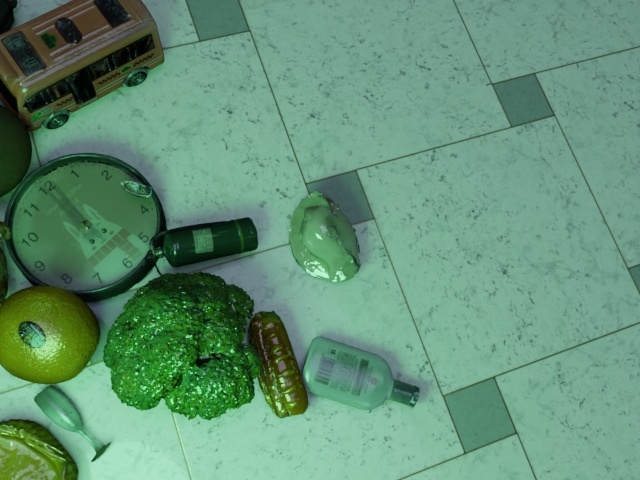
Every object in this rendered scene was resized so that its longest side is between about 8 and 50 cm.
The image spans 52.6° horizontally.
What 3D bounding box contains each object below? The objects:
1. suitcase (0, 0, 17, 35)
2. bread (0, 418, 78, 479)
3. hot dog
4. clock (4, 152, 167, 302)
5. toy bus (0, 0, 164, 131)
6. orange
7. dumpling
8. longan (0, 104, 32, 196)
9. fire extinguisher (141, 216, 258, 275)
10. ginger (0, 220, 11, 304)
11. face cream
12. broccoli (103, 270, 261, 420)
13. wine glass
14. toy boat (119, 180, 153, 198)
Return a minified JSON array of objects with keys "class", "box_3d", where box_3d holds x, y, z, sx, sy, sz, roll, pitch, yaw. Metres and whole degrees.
[{"class":"suitcase","box_3d":[-0.941,-0.547,1.692,0.202,0.128,0.312,15,71,-4]},{"class":"bread","box_3d":[-0.664,0.516,1.400,0.253,0.142,0.227,36,73,7]},{"class":"hot dog","box_3d":[-0.112,0.301,1.572,0.072,0.115,0.268,-5,68,-48]},{"class":"clock","box_3d":[-0.583,-0.037,1.614,0.387,0.076,0.385,2,73,-8]},{"class":"toy bus","box_3d":[-0.629,-0.474,1.662,0.427,0.233,0.203,-34,81,-17]},{"class":"orange","box_3d":[-0.620,0.212,1.460,0.237,0.236,0.236,2,73,-8]},{"class":"dumpling","box_3d":[0.000,0.000,1.679,0.173,0.142,0.247,-27,84,20]},{"class":"longan","box_3d":[-0.822,-0.211,1.544,0.258,0.258,0.257,2,73,-8]},{"class":"fire extinguisher","box_3d":[-0.308,0.011,1.604,0.295,0.093,0.118,-13,70,-24]},{"class":"ginger","box_3d":[-0.852,0.101,1.478,0.256,0.176,0.375,42,79,-4]},{"class":"face cream","box_3d":[0.100,0.341,1.602,0.292,0.071,0.143,17,75,-2]},{"class":"broccoli","box_3d":[-0.311,0.225,1.468,0.414,0.310,0.320,6,80,28]},{"class":"wine glass","box_3d":[-0.570,0.417,1.486,0.198,0.066,0.066,42,72,8]},{"class":"toy boat","box_3d":[-0.456,-0.129,1.604,0.083,0.038,0.038,17,71,-4]}]
